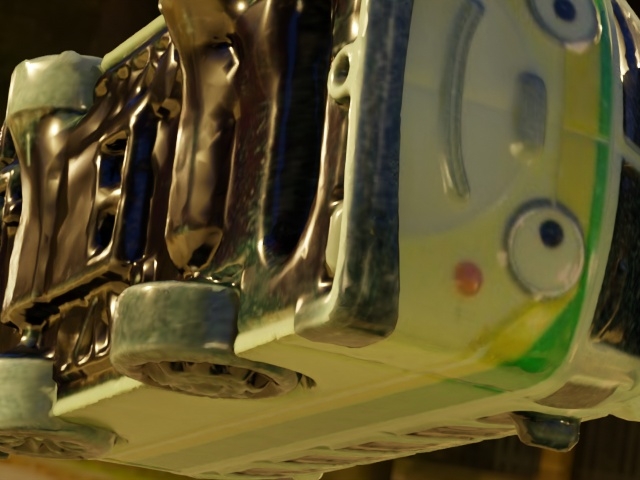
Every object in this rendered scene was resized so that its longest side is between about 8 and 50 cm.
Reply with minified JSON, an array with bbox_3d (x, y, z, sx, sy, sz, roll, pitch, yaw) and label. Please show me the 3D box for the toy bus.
[{"bbox_3d":[0.000,0.000,0.577,0.165,0.133,0.276,14,-18,-27],"label":"toy bus"}]
